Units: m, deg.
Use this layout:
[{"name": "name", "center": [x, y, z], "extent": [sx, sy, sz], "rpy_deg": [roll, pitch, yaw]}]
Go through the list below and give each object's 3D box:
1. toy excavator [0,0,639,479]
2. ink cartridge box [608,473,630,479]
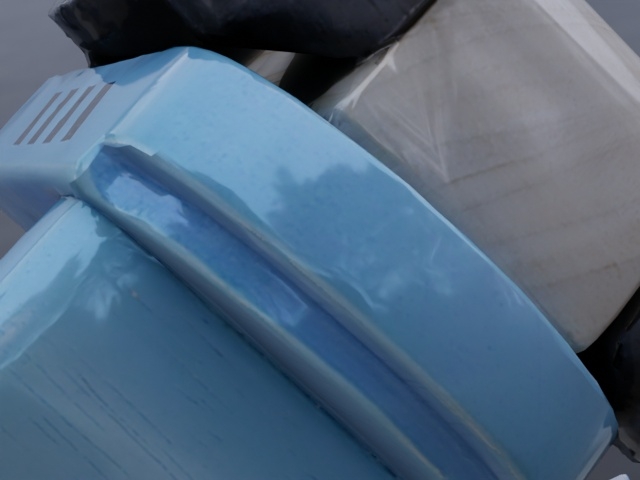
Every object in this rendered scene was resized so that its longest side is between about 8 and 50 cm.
[{"name": "toy excavator", "center": [-0.100, 0.078, 0.654], "extent": [0.445, 0.222, 0.433], "rpy_deg": [-48, 16, -12]}, {"name": "ink cartridge box", "center": [0.256, 0.326, 1.614], "extent": [0.140, 0.190, 0.082], "rpy_deg": [-27, -7, 5]}]
